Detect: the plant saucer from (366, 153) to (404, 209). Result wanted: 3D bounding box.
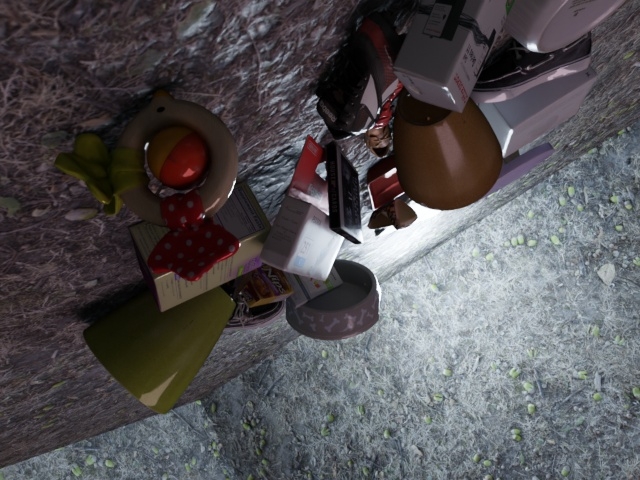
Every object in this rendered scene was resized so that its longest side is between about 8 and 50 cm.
[{"bbox_3d":[0.234,-0.196,1.491,0.258,0.048,0.259,-31,165,2],"label":"plant saucer"}]

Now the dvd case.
[{"bbox_3d":[0.056,-0.095,1.240,0.029,0.179,0.238,-5,171,15],"label":"dvd case"}]

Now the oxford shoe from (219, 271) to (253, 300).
[{"bbox_3d":[-0.229,0.111,1.534,0.096,0.083,0.227,-26,166,-33],"label":"oxford shoe"}]

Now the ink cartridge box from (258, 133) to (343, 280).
[{"bbox_3d":[-0.006,-0.053,1.173,0.261,0.066,0.296,-68,163,-1],"label":"ink cartridge box"}]

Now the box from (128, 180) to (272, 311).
[{"bbox_3d":[-0.241,0.016,1.124,0.243,0.117,0.213,-24,164,-20],"label":"box"}]

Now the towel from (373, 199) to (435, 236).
[{"bbox_3d":[0.366,-0.137,1.969,0.312,0.056,0.324,-20,164,-27],"label":"towel"}]

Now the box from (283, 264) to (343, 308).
[{"bbox_3d":[-0.040,0.120,1.805,0.186,0.145,0.038,-23,164,-26],"label":"box"}]

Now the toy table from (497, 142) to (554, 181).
[{"bbox_3d":[0.529,-0.252,1.658,0.274,0.161,0.252,-32,166,8],"label":"toy table"}]

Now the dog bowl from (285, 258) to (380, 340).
[{"bbox_3d":[0.043,0.187,1.889,0.348,0.349,0.102,-24,125,-25],"label":"dog bowl"}]

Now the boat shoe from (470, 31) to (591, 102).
[{"bbox_3d":[0.437,-0.384,1.180,0.301,0.108,0.102,-18,132,-1],"label":"boat shoe"}]

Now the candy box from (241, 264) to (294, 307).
[{"bbox_3d":[-0.168,0.133,1.669,0.053,0.109,0.186,-37,165,24],"label":"candy box"}]

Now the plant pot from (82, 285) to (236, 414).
[{"bbox_3d":[-0.354,0.210,1.329,0.293,0.275,0.275,-44,168,-12],"label":"plant pot"}]

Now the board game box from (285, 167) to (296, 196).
[{"bbox_3d":[-0.051,-0.047,1.213,0.201,0.035,0.136,-71,162,2],"label":"board game box"}]

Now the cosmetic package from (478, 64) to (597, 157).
[{"bbox_3d":[0.523,-0.348,1.371,0.224,0.138,0.224,-32,167,6],"label":"cosmetic package"}]

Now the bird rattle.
[{"bbox_3d":[-0.194,-0.076,0.703,0.207,0.253,0.143,-57,163,4],"label":"bird rattle"}]

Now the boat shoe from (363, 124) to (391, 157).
[{"bbox_3d":[0.124,-0.222,1.161,0.063,0.059,0.170,-31,166,3],"label":"boat shoe"}]

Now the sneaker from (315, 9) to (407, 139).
[{"bbox_3d":[0.061,-0.245,0.883,0.135,0.098,0.276,-30,167,-12],"label":"sneaker"}]

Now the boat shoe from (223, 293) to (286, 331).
[{"bbox_3d":[-0.258,0.213,1.715,0.306,0.113,0.105,-6,153,-6],"label":"boat shoe"}]

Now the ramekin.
[{"bbox_3d":[0.409,-0.429,0.900,0.272,0.127,0.273,-28,166,-8],"label":"ramekin"}]

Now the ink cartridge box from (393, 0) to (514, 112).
[{"bbox_3d":[0.198,-0.306,0.793,0.208,0.086,0.153,-66,159,8],"label":"ink cartridge box"}]

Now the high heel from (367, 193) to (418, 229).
[{"bbox_3d":[0.201,-0.050,1.671,0.186,0.093,0.261,-44,-170,28],"label":"high heel"}]

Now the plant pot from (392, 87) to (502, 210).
[{"bbox_3d":[0.245,-0.222,1.149,0.237,0.237,0.254,-32,150,7],"label":"plant pot"}]
